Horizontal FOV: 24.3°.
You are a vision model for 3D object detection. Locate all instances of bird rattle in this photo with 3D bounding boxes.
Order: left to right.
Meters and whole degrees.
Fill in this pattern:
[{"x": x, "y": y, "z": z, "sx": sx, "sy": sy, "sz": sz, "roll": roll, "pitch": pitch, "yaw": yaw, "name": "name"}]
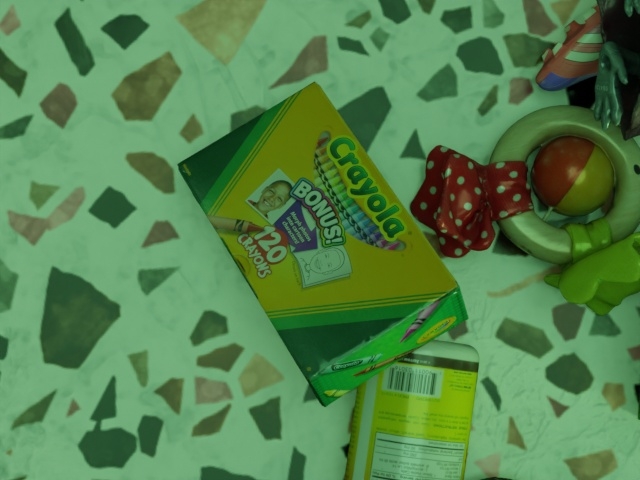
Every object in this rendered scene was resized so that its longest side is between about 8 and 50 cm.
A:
[{"x": 0.230, "y": -0.041, "z": 1.500, "sx": 0.253, "sy": 0.143, "sz": 0.207, "roll": 30, "pitch": 74, "yaw": 13, "name": "bird rattle"}]

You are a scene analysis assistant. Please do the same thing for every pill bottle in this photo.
[{"x": 0.086, "y": 0.203, "z": 1.459, "sx": 0.117, "sy": 0.117, "sz": 0.215, "roll": 9, "pitch": 86, "yaw": -1, "name": "pill bottle"}]

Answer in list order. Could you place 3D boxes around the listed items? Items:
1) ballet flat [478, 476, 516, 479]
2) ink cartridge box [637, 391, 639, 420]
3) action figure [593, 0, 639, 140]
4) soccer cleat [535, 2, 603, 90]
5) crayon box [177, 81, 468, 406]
[{"x": 0.239, "y": 0.437, "z": 1.363, "sx": 0.164, "sy": 0.182, "sz": 0.483, "roll": -21, "pitch": 73, "yaw": 4, "name": "ballet flat"}, {"x": 0.375, "y": 0.079, "z": 1.455, "sx": 0.093, "sy": 0.154, "sz": 0.212, "roll": 6, "pitch": 87, "yaw": 1, "name": "ink cartridge box"}, {"x": 0.443, "y": -0.208, "z": 1.439, "sx": 0.370, "sy": 0.248, "sz": 0.276, "roll": -6, "pitch": 76, "yaw": -12, "name": "action figure"}, {"x": 0.330, "y": -0.222, "z": 1.514, "sx": 0.248, "sy": 0.083, "sz": 0.095, "roll": -40, "pitch": 93, "yaw": -6, "name": "soccer cleat"}, {"x": 0.000, "y": 0.000, "z": 1.434, "sx": 0.165, "sy": 0.081, "sz": 0.278, "roll": -31, "pitch": 61, "yaw": -4, "name": "crayon box"}]
